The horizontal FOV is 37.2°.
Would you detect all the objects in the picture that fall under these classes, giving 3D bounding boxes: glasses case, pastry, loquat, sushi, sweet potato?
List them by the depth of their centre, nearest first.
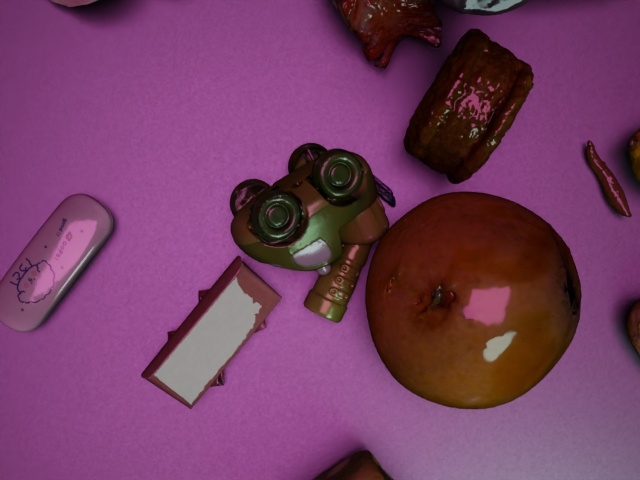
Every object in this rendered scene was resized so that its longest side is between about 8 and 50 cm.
[{"bbox_3d":[0.180,0.072,1.151,0.263,0.263,0.263,0,88,-1],"label":"loquat"},{"bbox_3d":[0.180,-0.165,1.176,0.103,0.189,0.189,31,87,-2],"label":"pastry"},{"bbox_3d":[0.045,-0.384,1.212,0.124,0.130,0.332,-24,84,16],"label":"sushi"},{"bbox_3d":[-0.344,0.028,1.223,0.076,0.049,0.197,38,87,0],"label":"glasses case"},{"bbox_3d":[-0.135,0.120,1.226,0.102,0.070,0.193,41,85,-27],"label":"glasses case"},{"bbox_3d":[0.379,-0.080,1.260,0.026,0.026,0.115,-29,84,-2],"label":"sweet potato"}]

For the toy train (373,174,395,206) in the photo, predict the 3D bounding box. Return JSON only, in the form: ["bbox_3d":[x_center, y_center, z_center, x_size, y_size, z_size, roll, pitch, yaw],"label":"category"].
[{"bbox_3d":[0.070,-0.076,1.255,0.083,0.017,0.017,40,80,0],"label":"toy train"}]

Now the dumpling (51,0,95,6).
[{"bbox_3d":[-0.333,-0.402,1.215,0.166,0.126,0.216,-37,103,21],"label":"dumpling"}]

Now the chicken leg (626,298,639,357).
[{"bbox_3d":[0.472,0.155,1.230,0.101,0.085,0.208,-30,98,-14],"label":"chicken leg"}]

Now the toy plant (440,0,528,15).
[{"bbox_3d":[0.169,-0.386,1.104,0.185,0.400,0.280,-20,121,13],"label":"toy plant"}]

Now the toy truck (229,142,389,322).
[{"bbox_3d":[0.003,-0.021,1.197,0.210,0.148,0.187,43,84,-20],"label":"toy truck"}]

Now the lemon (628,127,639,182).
[{"bbox_3d":[0.455,-0.108,1.221,0.133,0.109,0.109,11,88,-10],"label":"lemon"}]

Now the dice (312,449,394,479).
[{"bbox_3d":[0.043,0.374,1.163,0.169,0.166,0.169,-38,89,-3],"label":"dice"}]
